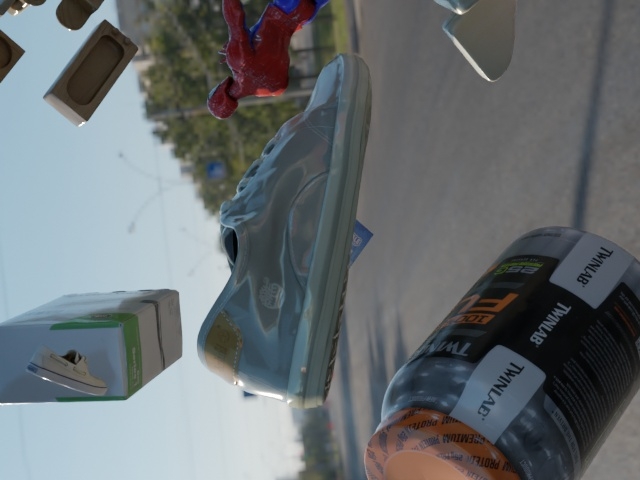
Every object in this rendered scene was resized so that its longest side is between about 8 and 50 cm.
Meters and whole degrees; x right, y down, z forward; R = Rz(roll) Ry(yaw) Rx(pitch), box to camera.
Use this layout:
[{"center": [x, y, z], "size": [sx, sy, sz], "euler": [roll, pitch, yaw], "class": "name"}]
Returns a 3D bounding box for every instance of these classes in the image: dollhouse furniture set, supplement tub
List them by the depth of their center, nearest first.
[{"center": [0.188, 0.141, 1.188], "size": [0.316, 0.194, 0.193], "euler": [-44, -40, -41], "class": "supplement tub"}, {"center": [-0.260, -0.212, 1.280], "size": [0.123, 0.151, 0.144], "euler": [-20, 35, 52], "class": "dollhouse furniture set"}]

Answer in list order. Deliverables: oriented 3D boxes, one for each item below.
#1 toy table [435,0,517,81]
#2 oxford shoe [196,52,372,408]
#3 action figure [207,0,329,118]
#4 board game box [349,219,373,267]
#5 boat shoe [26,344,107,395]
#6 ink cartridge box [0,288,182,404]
[{"center": [0.134, -0.289, 1.122], "size": [0.274, 0.161, 0.252], "euler": [47, -177, -13], "class": "toy table"}, {"center": [-0.025, -0.035, 1.180], "size": [0.449, 0.130, 0.169], "euler": [-78, -6, -46], "class": "oxford shoe"}, {"center": [-0.038, -0.246, 1.185], "size": [0.139, 0.280, 0.091], "euler": [38, -175, 41], "class": "action figure"}, {"center": [0.000, 0.000, 1.393], "size": [0.090, 0.090, 0.020], "euler": [-55, 15, -18], "class": "board game box"}, {"center": [-0.237, 0.122, 1.188], "size": [0.100, 0.035, 0.035], "euler": [30, -100, -49], "class": "boat shoe"}, {"center": [-0.266, 0.120, 1.453], "size": [0.219, 0.160, 0.092], "euler": [-32, -61, -77], "class": "ink cartridge box"}]
